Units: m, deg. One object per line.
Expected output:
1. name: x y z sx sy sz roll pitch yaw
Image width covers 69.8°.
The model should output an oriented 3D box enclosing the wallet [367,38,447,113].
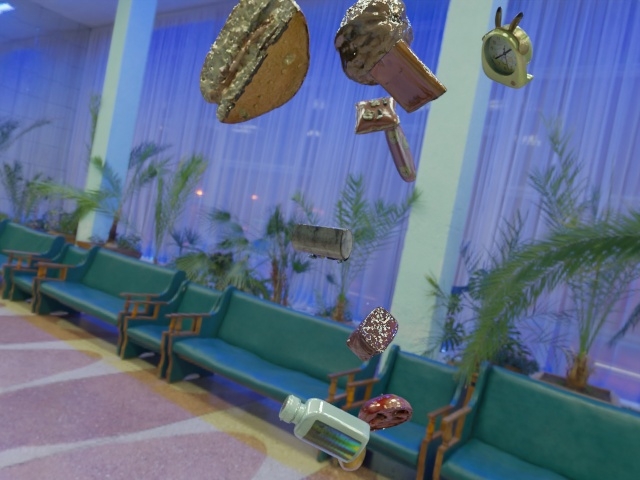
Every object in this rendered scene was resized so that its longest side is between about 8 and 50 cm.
1. wallet: 0.206 -0.387 1.098 0.161 0.042 0.195 41 -7 -8

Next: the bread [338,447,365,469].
1. bread: 0.089 0.645 1.446 0.098 0.147 0.217 -16 -23 -6

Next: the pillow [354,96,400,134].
1. pillow: 0.210 -0.481 1.732 0.172 0.179 0.075 -7 -38 13

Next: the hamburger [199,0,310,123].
1. hamburger: -0.199 -0.602 1.567 0.268 0.445 0.287 49 21 26

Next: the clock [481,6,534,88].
1. clock: 0.578 -0.593 1.417 0.170 0.069 0.231 49 -10 41

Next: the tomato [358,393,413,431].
1. tomato: 0.257 0.684 1.855 0.228 0.227 0.101 10 43 -20

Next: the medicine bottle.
1. medicine bottle: 0.005 0.486 1.204 0.229 0.121 0.083 28 27 -5

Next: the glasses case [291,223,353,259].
1. glasses case: 0.000 0.000 1.740 0.060 0.113 0.299 1 4 -39

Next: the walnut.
1. walnut: 0.163 -0.628 1.445 0.227 0.273 0.273 -29 21 -26

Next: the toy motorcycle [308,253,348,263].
1. toy motorcycle: 0.034 0.048 2.158 0.169 0.113 0.315 18 7 30

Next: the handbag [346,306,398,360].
1. handbag: 0.225 0.395 1.950 0.146 0.135 0.225 45 46 5

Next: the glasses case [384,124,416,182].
1. glasses case: 0.372 -0.421 2.151 0.076 0.316 0.123 -24 12 -8
